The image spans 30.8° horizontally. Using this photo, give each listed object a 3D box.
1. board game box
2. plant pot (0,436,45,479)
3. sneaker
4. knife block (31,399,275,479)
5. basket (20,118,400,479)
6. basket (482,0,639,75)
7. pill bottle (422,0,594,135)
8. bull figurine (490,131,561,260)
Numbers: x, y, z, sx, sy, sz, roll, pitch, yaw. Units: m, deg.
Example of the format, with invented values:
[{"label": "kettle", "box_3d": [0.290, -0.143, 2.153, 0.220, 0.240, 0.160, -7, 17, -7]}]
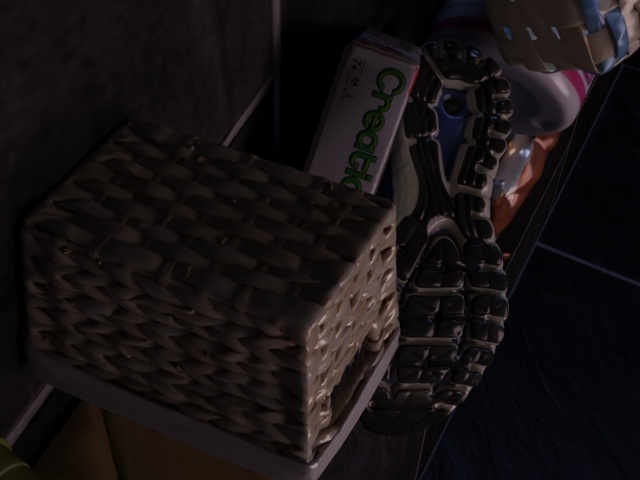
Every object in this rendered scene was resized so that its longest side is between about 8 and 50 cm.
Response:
[{"label": "board game box", "box_3d": [0.000, 0.000, 0.855, 0.193, 0.053, 0.305, -68, 177, -76]}, {"label": "plant pot", "box_3d": [-0.148, 0.151, 0.579, 0.083, 0.079, 0.083, -59, 163, -31]}, {"label": "sneaker", "box_3d": [0.082, 0.004, 0.994, 0.147, 0.129, 0.330, 150, -47, -70]}, {"label": "knife block", "box_3d": [-0.039, 0.168, 0.668, 0.276, 0.242, 0.088, -58, 164, -32]}, {"label": "basket", "box_3d": [-0.053, 0.024, 0.568, 0.113, 0.167, 0.103, -54, 154, -43]}, {"label": "basket", "box_3d": [0.243, -0.288, 0.926, 0.289, 0.201, 0.255, -35, 115, -13]}, {"label": "pill bottle", "box_3d": [0.222, -0.259, 1.122, 0.283, 0.160, 0.160, -64, 165, -14]}, {"label": "bull figurine", "box_3d": [0.238, -0.082, 1.566, 0.310, 0.101, 0.188, -65, 164, -8]}]
